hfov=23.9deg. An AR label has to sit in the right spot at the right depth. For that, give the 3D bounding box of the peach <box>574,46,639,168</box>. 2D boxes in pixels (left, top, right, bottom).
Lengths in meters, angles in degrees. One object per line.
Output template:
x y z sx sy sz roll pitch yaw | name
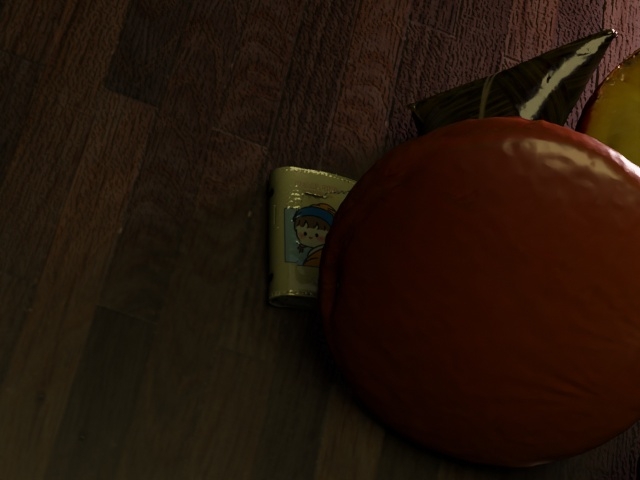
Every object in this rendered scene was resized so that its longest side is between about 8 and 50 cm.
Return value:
0.422 -0.054 1.662 0.306 0.242 0.380 28 63 20 | peach

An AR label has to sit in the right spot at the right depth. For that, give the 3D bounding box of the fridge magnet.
0.177 0.051 1.455 0.364 0.363 0.155 30 24 -4 | fridge magnet

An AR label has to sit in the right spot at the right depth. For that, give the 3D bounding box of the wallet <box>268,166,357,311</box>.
0.000 0.000 1.575 0.110 0.039 0.155 8 60 -16 | wallet

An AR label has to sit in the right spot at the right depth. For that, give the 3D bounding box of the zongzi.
0.223 -0.085 1.597 0.111 0.241 0.247 32 41 -48 | zongzi

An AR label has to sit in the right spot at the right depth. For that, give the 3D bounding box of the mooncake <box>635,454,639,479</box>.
0.395 0.254 1.511 0.168 0.175 0.104 15 37 40 | mooncake
